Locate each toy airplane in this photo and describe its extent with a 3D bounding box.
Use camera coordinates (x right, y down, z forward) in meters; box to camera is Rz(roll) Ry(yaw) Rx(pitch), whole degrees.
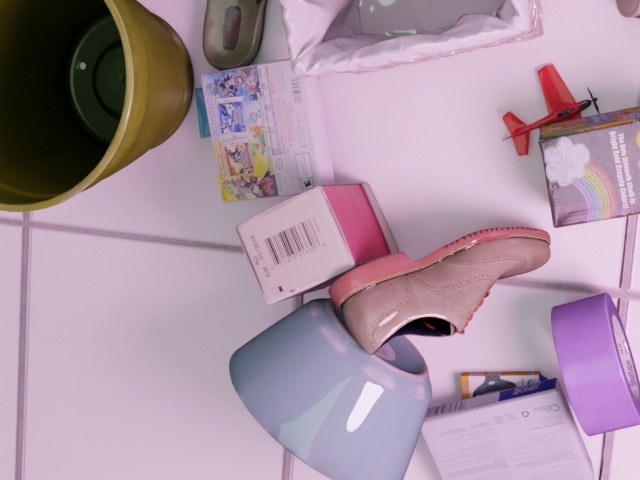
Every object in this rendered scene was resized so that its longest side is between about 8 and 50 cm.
[{"bbox_3d":[0.330,-0.177,1.671,0.151,0.028,0.151,3,99,17],"label":"toy airplane"}]

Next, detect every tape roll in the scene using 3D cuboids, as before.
[{"bbox_3d":[0.390,0.173,1.611,0.080,0.189,0.189,-18,91,19],"label":"tape roll"}]

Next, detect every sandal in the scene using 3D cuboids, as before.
[{"bbox_3d":[-0.132,-0.410,1.761,0.120,0.086,0.303,5,98,17],"label":"sandal"}]

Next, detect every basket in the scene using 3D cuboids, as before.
[{"bbox_3d":[0.121,-0.410,1.585,0.328,0.266,0.331,-9,95,19],"label":"basket"}]

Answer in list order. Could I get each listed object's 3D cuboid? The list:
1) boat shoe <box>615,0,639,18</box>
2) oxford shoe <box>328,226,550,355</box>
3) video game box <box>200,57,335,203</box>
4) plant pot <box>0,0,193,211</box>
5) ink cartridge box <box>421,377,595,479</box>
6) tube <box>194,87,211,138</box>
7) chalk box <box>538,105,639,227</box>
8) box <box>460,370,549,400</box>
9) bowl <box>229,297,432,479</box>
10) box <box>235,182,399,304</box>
[{"bbox_3d":[0.447,-0.412,1.598,0.064,0.075,0.206,-3,91,-25],"label":"boat shoe"},{"bbox_3d":[0.187,0.075,1.623,0.348,0.123,0.130,-16,68,-19],"label":"oxford shoe"},{"bbox_3d":[-0.080,-0.166,1.746,0.187,0.048,0.205,-5,99,28],"label":"video game box"},{"bbox_3d":[-0.363,-0.241,1.717,0.366,0.353,0.367,2,97,18],"label":"plant pot"},{"bbox_3d":[0.287,0.329,1.726,0.223,0.045,0.224,-16,109,20],"label":"ink cartridge box"},{"bbox_3d":[-0.103,-0.213,1.802,0.207,0.052,0.080,-6,85,25],"label":"tube"},{"bbox_3d":[0.417,-0.108,1.587,0.213,0.132,0.132,-9,101,13],"label":"chalk box"},{"bbox_3d":[0.282,0.240,1.740,0.136,0.028,0.081,-3,96,20],"label":"box"},{"bbox_3d":[0.040,0.200,1.665,0.311,0.311,0.163,40,105,10],"label":"bowl"},{"bbox_3d":[0.000,0.000,1.691,0.148,0.232,0.127,-25,86,19],"label":"box"}]
